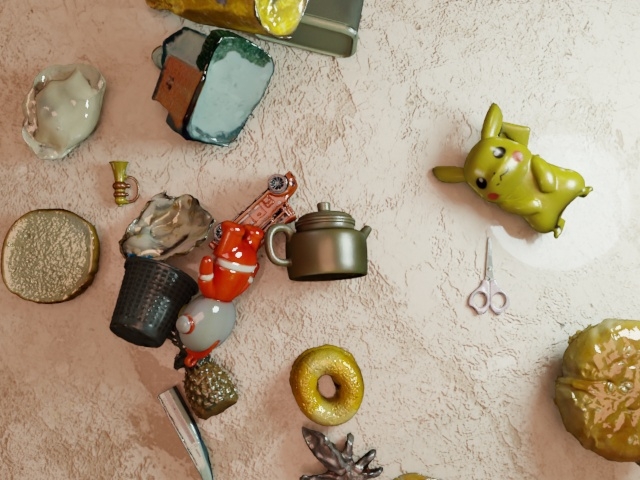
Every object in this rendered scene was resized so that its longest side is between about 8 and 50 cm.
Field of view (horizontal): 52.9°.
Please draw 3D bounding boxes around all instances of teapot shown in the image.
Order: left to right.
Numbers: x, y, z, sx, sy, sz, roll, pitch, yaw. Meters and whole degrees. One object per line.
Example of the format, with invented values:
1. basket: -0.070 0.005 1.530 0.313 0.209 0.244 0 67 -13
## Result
1. teapot: 0.000 0.000 1.453 0.268 0.185 0.175 1 78 -26

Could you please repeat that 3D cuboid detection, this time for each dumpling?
1. dumpling: -0.604 -0.305 1.499 0.162 0.132 0.250 29 85 -2

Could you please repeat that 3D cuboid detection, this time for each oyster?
1. oyster: -0.350 -0.014 1.481 0.223 0.083 0.214 32 75 38

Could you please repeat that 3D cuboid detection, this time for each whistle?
1. whistle: -0.470 -0.136 1.541 0.046 0.057 0.109 -3 95 43

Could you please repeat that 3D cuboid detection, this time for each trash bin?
1. trash bin: -0.374 0.145 1.414 0.176 0.175 0.161 16 62 0

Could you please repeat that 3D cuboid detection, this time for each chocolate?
1. chocolate: -0.241 -0.540 1.436 0.445 0.162 0.162 18 84 36

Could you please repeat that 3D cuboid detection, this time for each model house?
1. model house: -0.290 -0.394 1.513 0.291 0.184 0.253 38 110 32

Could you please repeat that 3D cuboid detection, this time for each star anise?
1. star anise: 0.051 0.555 1.449 0.199 0.110 0.257 2 79 -1

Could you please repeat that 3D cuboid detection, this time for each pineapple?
1. pineapple: -0.284 0.279 1.475 0.125 0.125 0.251 -32 76 -4

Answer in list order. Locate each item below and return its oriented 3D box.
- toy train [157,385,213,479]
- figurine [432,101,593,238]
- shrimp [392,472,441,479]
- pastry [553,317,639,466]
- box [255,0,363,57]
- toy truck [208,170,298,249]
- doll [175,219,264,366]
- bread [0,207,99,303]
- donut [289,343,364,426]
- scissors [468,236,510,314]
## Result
1. toy train: -0.294 0.455 1.479 0.048 0.055 0.251 -29 87 -13
2. figurine: 0.455 -0.157 1.489 0.327 0.169 0.218 28 108 -5
3. shrimp: 0.247 0.589 1.479 0.217 0.051 0.115 -9 83 0
4. pastry: 0.667 0.331 1.442 0.285 0.184 0.315 2 86 6
5. box: -0.026 -0.564 1.542 0.274 0.138 0.178 15 76 0
6. toy truck: -0.141 -0.050 1.498 0.253 0.107 0.114 -42 96 -2
7. doll: -0.224 0.120 1.395 0.105 0.200 0.336 25 97 27
8. bread: -0.625 0.035 1.499 0.236 0.070 0.236 0 86 -2
9. donut: 0.016 0.337 1.483 0.174 0.074 0.190 -6 86 -2
10. scissors: 0.405 0.084 1.545 0.100 0.015 0.188 2 83 -2
